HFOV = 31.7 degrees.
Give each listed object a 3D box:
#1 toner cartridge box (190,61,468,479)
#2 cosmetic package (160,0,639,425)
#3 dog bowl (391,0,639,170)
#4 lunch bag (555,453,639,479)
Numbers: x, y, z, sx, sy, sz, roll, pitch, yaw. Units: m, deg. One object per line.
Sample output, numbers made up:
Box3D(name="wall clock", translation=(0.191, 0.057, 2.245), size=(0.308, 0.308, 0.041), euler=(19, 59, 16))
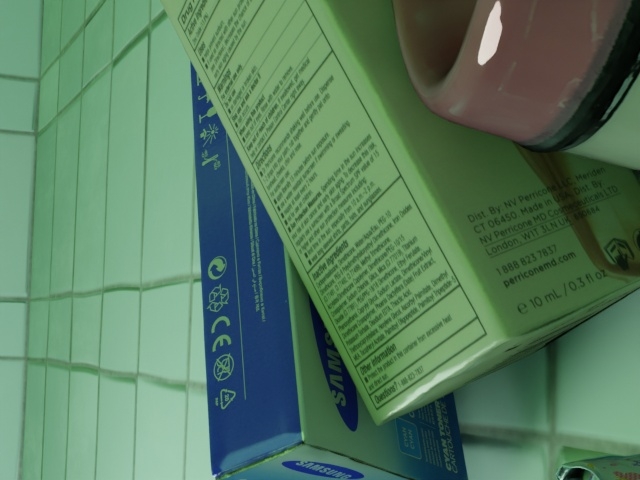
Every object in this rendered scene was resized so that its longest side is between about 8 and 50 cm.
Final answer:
Box3D(name="toner cartridge box", translation=(0.000, 0.000, 0.750), size=(0.075, 0.165, 0.348), euler=(-28, 54, 31))
Box3D(name="cosmetic package", translation=(0.042, -0.070, 0.622), size=(0.296, 0.129, 0.153), euler=(63, 149, 12))
Box3D(name="dog bowl", translation=(0.113, -0.215, 0.417), size=(0.408, 0.150, 0.408), euler=(179, 90, -86))
Box3D(name="lunch bag", translation=(0.157, 0.132, 0.519), size=(0.083, 0.071, 0.053), euler=(-121, 36, -50))
